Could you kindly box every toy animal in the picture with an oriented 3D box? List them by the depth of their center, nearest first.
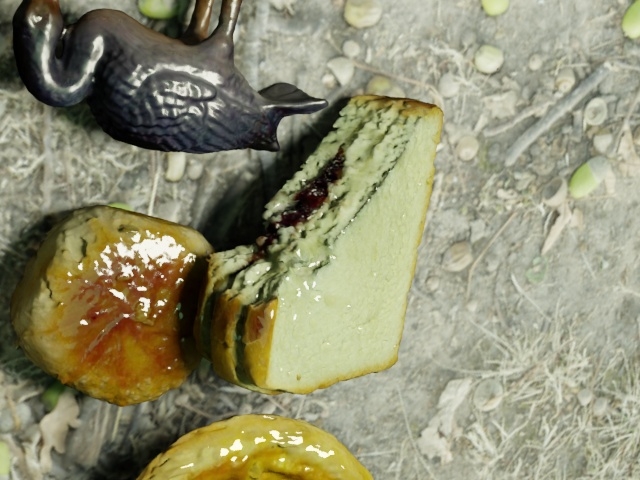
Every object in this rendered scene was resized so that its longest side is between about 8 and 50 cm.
[{"bbox_3d":[-0.129,-0.162,1.319,0.298,0.122,0.185,31,79,-36],"label":"toy animal"}]

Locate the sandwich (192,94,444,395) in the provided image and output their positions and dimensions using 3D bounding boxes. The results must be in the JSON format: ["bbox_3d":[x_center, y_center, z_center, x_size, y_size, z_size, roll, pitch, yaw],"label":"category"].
[{"bbox_3d":[0.004,0.001,1.390,0.254,0.100,0.288,-1,105,-51],"label":"sandwich"}]

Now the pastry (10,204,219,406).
[{"bbox_3d":[-0.183,0.058,1.369,0.192,0.093,0.182,28,90,-29],"label":"pastry"}]

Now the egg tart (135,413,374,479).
[{"bbox_3d":[-0.088,0.311,1.467,0.319,0.128,0.319,-6,106,-21],"label":"egg tart"}]
